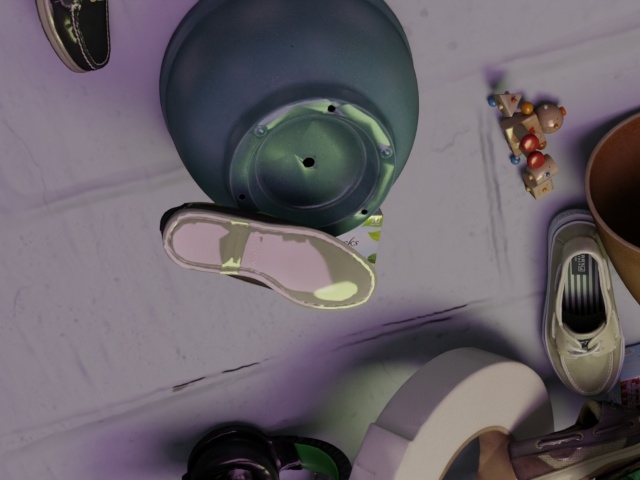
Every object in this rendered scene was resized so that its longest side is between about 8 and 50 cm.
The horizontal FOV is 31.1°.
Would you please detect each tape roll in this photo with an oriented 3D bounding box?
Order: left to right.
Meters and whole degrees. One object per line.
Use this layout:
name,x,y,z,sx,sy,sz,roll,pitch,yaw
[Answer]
tape roll,0.178,0.334,1.539,0.392,0.072,0.392,-21,119,-42

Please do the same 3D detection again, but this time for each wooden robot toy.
wooden robot toy,0.265,-0.126,1.372,0.079,0.076,0.173,-31,126,-2

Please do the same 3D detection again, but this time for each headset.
headset,-0.134,0.379,1.552,0.394,0.243,0.185,-4,116,22

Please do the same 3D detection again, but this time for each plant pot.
plant pot,-0.022,-0.120,1.237,0.293,0.196,0.293,-5,126,-7
plant pot,0.457,0.001,1.420,0.237,0.237,0.254,-20,140,3

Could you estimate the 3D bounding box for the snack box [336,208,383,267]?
snack box,0.000,0.000,1.424,0.141,0.037,0.100,0,124,-11

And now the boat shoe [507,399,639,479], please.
boat shoe,0.383,0.259,1.555,0.285,0.103,0.092,-22,84,-14

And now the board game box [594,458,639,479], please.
board game box,0.436,0.304,1.546,0.136,0.030,0.259,-25,169,14

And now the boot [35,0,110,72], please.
boot,-0.189,-0.272,1.130,0.178,0.085,0.236,4,123,14

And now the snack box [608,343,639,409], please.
snack box,0.513,0.236,1.675,0.174,0.070,0.207,-13,127,-1

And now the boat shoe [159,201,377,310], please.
boat shoe,-0.052,0.010,1.165,0.227,0.069,0.081,17,101,-18

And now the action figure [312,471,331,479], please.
action figure,0.026,0.446,1.715,0.185,0.099,0.285,-14,123,7

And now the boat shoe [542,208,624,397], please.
boat shoe,0.341,0.103,1.518,0.109,0.094,0.302,-5,124,16
